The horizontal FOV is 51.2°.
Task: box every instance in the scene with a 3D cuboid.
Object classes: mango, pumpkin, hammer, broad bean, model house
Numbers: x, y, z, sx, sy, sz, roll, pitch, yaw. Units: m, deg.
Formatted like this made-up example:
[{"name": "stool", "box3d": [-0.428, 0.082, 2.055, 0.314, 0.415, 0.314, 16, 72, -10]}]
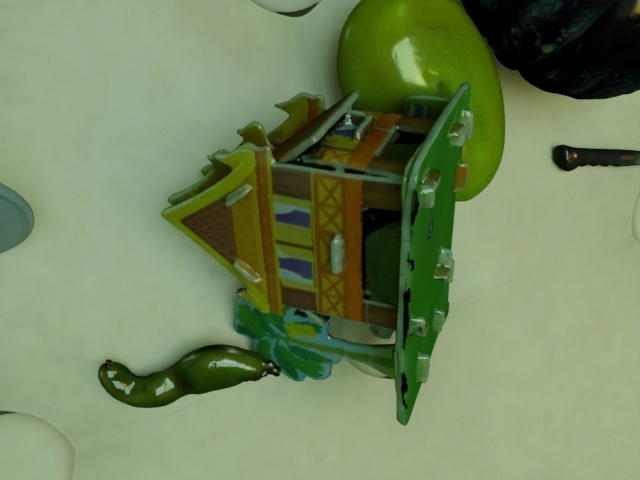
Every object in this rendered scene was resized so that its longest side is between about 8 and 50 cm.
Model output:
[{"name": "mango", "box3d": [0.134, -0.188, 0.832, 0.273, 0.149, 0.185, 46, 70, -20]}, {"name": "pumpkin", "box3d": [0.335, -0.354, 0.814, 0.363, 0.266, 0.363, 3, 81, -20]}, {"name": "hammer", "box3d": [0.479, -0.123, 1.003, 0.288, 0.033, 0.111, -3, 94, -17]}, {"name": "broad bean", "box3d": [-0.154, 0.159, 0.798, 0.214, 0.048, 0.070, -5, 113, -7]}, {"name": "model house", "box3d": [0.000, 0.000, 0.784, 0.242, 0.313, 0.357, -53, 148, -47]}]

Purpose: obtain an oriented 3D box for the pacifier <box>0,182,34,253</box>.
[{"name": "pacifier", "box3d": [-0.441, -0.063, 0.640, 0.299, 0.244, 0.233, -5, 64, -19]}]
